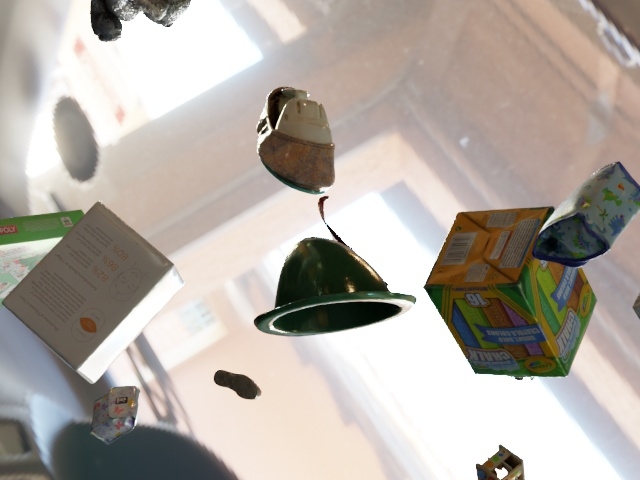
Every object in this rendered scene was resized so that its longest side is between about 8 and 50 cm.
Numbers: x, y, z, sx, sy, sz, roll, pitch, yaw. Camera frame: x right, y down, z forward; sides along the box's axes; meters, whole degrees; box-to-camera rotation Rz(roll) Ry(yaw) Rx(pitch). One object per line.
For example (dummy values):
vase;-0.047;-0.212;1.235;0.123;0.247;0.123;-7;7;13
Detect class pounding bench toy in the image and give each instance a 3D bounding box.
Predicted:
pounding bench toy;0.286;0.382;1.921;0.052;0.065;0.083;33;-34;42

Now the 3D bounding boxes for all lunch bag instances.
lunch bag;-0.329;0.277;1.953;0.053;0.083;0.071;44;28;-34
lunch bag;0.392;-0.031;1.789;0.096;0.129;0.151;49;-28;-8

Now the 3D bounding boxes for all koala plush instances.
koala plush;-0.341;-0.498;2.398;0.221;0.196;0.203;24;-46;42

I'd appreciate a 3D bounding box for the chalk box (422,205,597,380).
chalk box;0.327;0.108;1.972;0.179;0.180;0.289;-3;-46;37

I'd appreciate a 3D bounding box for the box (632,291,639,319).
box;0.482;0.085;1.579;0.087;0.101;0.102;58;35;-6

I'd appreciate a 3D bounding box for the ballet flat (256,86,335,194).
ballet flat;-0.038;-0.158;1.715;0.316;0.108;0.106;-123;-133;-67

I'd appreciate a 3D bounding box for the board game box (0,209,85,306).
board game box;-0.511;0.043;1.740;0.213;0.317;0.046;-41;-110;35

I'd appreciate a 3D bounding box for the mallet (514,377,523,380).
mallet;0.381;0.157;2.126;0.039;0.062;0.189;34;-59;58

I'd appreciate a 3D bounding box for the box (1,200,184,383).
box;-0.273;0.064;1.461;0.130;0.170;0.091;40;-12;13

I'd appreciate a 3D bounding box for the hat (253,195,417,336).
hat;0.000;0.000;1.319;0.208;0.173;0.183;-29;-117;54

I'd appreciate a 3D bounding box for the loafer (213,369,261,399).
loafer;-0.160;0.288;2.419;0.125;0.045;0.039;17;0;39
